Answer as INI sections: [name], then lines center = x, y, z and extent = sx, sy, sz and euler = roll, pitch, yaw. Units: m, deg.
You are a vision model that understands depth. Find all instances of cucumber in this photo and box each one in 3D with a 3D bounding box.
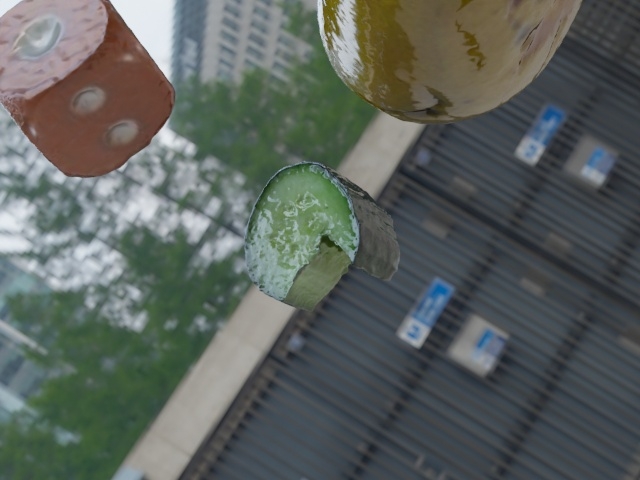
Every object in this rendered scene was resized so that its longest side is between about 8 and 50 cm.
[cucumber]
center = -0.006, -0.006, 1.893
extent = 0.191, 0.191, 0.130
euler = -59, -38, -1

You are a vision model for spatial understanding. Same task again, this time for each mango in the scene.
[mango]
center = 0.094, -0.213, 1.020
extent = 0.253, 0.182, 0.365
euler = -58, -15, 3

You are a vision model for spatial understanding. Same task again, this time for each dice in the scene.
[dice]
center = -0.288, -0.191, 1.694
extent = 0.175, 0.174, 0.179
euler = -37, -39, -3
